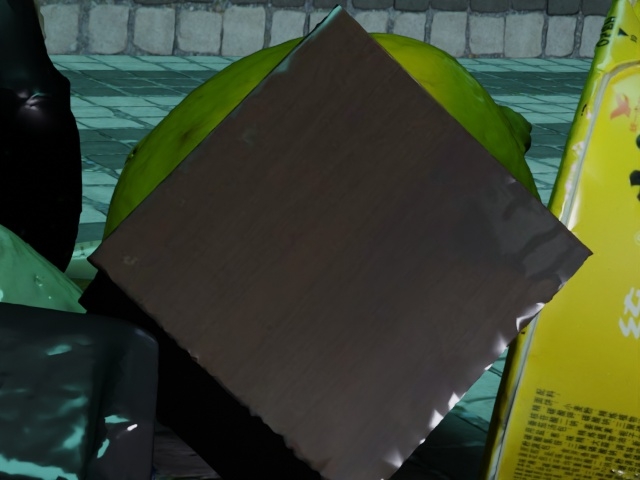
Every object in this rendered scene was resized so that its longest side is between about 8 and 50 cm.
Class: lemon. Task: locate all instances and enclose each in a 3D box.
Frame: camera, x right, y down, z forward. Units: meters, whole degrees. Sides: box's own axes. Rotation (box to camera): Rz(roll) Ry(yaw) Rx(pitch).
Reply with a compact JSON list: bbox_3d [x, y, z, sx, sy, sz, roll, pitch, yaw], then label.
[{"bbox_3d":[-0.002,0.002,1.135,0.284,0.260,0.260,-39,1,17],"label":"lemon"}]

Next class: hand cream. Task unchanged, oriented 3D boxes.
[{"bbox_3d":[-0.235,0.020,1.517,0.143,0.039,0.061,-2,16,-6],"label":"hand cream"}]

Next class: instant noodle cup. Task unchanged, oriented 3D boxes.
[{"bbox_3d":[0.253,0.033,1.061,0.254,0.325,0.325,16,15,9],"label":"instant noodle cup"}]

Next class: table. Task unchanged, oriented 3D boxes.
[{"bbox_3d":[-0.010,0.022,0.899,0.172,0.169,0.193,44,-16,-1],"label":"table"}]

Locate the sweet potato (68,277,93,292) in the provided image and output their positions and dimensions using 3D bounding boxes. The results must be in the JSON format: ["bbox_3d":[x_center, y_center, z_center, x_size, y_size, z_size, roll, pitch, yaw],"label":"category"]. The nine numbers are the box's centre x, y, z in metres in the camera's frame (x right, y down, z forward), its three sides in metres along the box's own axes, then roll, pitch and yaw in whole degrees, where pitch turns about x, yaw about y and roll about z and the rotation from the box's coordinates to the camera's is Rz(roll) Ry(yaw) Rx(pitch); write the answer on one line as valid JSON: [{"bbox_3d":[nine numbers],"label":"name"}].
[{"bbox_3d":[-0.168,0.053,1.357,0.182,0.053,0.054,7,52,22],"label":"sweet potato"}]

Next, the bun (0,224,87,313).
[{"bbox_3d":[-0.244,0.057,1.019,0.283,0.179,0.283,2,11,0],"label":"bun"}]

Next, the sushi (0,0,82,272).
[{"bbox_3d":[-0.353,-0.054,1.233,0.329,0.328,0.285,30,39,33],"label":"sushi"}]

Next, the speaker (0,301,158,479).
[{"bbox_3d":[-0.232,0.120,0.765,0.388,0.180,0.184,7,18,9],"label":"speaker"}]

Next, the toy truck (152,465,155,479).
[{"bbox_3d":[-0.117,0.155,0.928,0.090,0.056,0.073,-15,25,-22],"label":"toy truck"}]
